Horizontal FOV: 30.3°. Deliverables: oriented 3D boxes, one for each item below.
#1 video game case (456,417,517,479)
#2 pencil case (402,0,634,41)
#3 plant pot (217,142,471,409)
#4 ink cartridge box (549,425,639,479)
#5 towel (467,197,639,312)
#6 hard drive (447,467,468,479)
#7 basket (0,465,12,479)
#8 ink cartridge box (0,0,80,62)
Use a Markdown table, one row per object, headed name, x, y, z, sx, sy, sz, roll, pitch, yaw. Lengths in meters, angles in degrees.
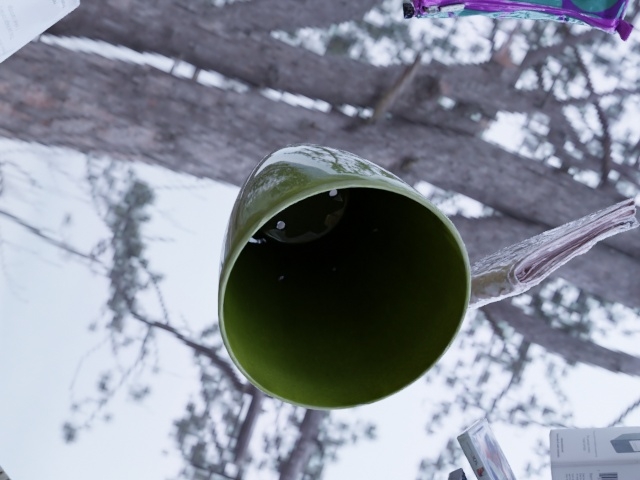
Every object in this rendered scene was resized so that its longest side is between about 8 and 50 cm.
| name | x | y | z | sx | sy | sz | roll | pitch | yaw |
| --- | --- | --- | --- | --- | --- | --- | --- | --- | --- |
| video game case | 0.260 | 0.350 | 1.702 | 0.023 | 0.183 | 0.201 | -29 | 171 | 12 |
| pencil case | 0.132 | -0.173 | 0.791 | 0.064 | 0.152 | 0.070 | 89 | 6 | -63 |
| plant pot | 0.000 | 0.000 | 1.370 | 0.274 | 0.275 | 0.293 | -61 | -158 | 18 |
| ink cartridge box | 0.507 | 0.404 | 1.868 | 0.115 | 0.273 | 0.198 | -67 | 151 | -66 |
| towel | 0.277 | 0.048 | 1.787 | 0.332 | 0.317 | 0.053 | -28 | -94 | 53 |
| hard drive | 0.198 | 0.363 | 1.505 | 0.022 | 0.135 | 0.094 | -25 | 177 | 8 |
| basket | -0.488 | 0.399 | 1.635 | 0.113 | 0.167 | 0.103 | 40 | -42 | 31 |
| ink cartridge box | -0.501 | -0.265 | 1.233 | 0.395 | 0.285 | 0.166 | -40 | 170 | -13 |
